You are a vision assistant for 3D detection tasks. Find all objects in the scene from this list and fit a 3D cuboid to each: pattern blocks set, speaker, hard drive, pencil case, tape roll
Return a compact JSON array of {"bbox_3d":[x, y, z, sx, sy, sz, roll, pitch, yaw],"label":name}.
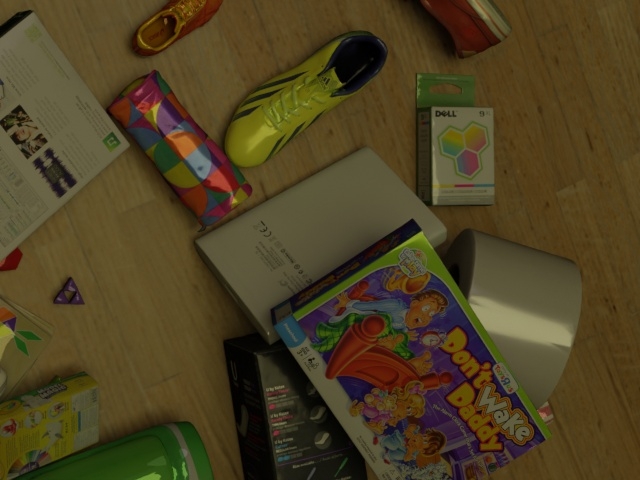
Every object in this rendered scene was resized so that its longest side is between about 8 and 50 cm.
[{"bbox_3d":[-0.467,0.155,1.643,0.325,0.026,0.285,-45,106,-14],"label":"pattern blocks set"},{"bbox_3d":[-0.302,0.351,1.662,0.296,0.131,0.131,-18,98,-20],"label":"speaker"},{"bbox_3d":[0.000,0.000,1.746,0.307,0.203,0.040,-29,147,-18],"label":"hard drive"},{"bbox_3d":[-0.197,-0.126,1.700,0.104,0.104,0.236,-41,105,-15],"label":"pencil case"},{"bbox_3d":[0.261,0.120,1.793,0.169,0.246,0.246,18,85,-7],"label":"tape roll"}]

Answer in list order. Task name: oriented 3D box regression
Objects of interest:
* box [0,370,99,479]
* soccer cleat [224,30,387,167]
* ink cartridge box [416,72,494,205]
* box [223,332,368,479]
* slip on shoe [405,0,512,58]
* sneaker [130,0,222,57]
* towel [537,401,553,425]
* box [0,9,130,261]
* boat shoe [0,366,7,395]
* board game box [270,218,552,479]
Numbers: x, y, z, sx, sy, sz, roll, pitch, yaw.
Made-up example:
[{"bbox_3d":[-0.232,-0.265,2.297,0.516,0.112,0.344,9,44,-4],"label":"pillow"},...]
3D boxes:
[{"bbox_3d":[-0.385,0.255,1.623,0.179,0.043,0.105,-20,126,-41],"label":"box"},{"bbox_3d":[-0.022,-0.212,1.753,0.289,0.121,0.093,-40,105,-15],"label":"soccer cleat"},{"bbox_3d":[0.210,-0.158,1.877,0.108,0.062,0.209,-1,92,-21],"label":"ink cartridge box"},{"bbox_3d":[-0.035,0.270,1.741,0.143,0.165,0.271,-11,96,-20],"label":"box"},{"bbox_3d":[0.152,-0.411,1.824,0.101,0.123,0.331,-39,101,18],"label":"slip on shoe"},{"bbox_3d":[-0.193,-0.321,1.712,0.175,0.067,0.064,-47,105,-15],"label":"sneaker"},{"bbox_3d":[0.290,0.238,1.941,0.144,0.029,0.197,-25,101,-18],"label":"towel"},{"bbox_3d":[-0.436,-0.116,1.582,0.322,0.058,0.232,-46,119,-25],"label":"box"},{"bbox_3d":[-0.475,0.250,1.598,0.184,0.066,0.063,-52,124,-15],"label":"boat shoe"},{"bbox_3d":[0.123,0.179,1.631,0.233,0.078,0.347,-33,104,3],"label":"board game box"}]
